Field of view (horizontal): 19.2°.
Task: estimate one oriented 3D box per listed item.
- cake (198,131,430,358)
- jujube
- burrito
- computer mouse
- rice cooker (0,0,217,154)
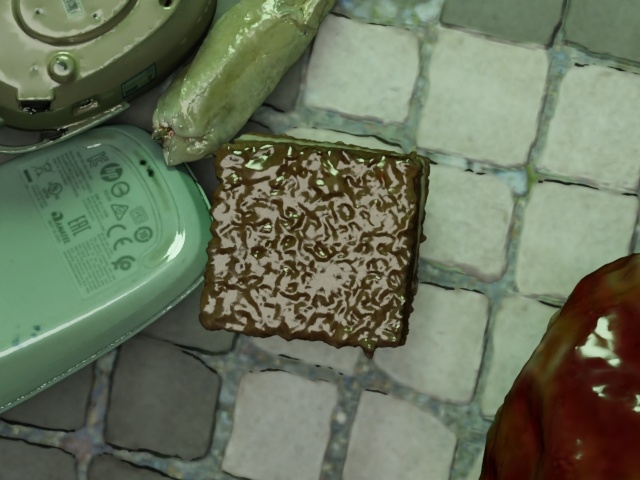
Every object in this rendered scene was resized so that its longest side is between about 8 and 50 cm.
[{"bbox_3d":[0.000,0.000,1.216,0.135,0.147,0.134,8,90,5],"label":"cake"},{"bbox_3d":[0.219,0.195,1.150,0.276,0.276,0.376,2,93,4],"label":"jujube"},{"bbox_3d":[-0.048,-0.125,1.253,0.058,0.045,0.188,38,81,3],"label":"burrito"},{"bbox_3d":[-0.206,0.038,1.254,0.288,0.097,0.159,-26,55,-8],"label":"computer mouse"},{"bbox_3d":[-0.163,-0.150,1.234,0.206,0.127,0.145,-32,90,-13],"label":"rice cooker"}]
